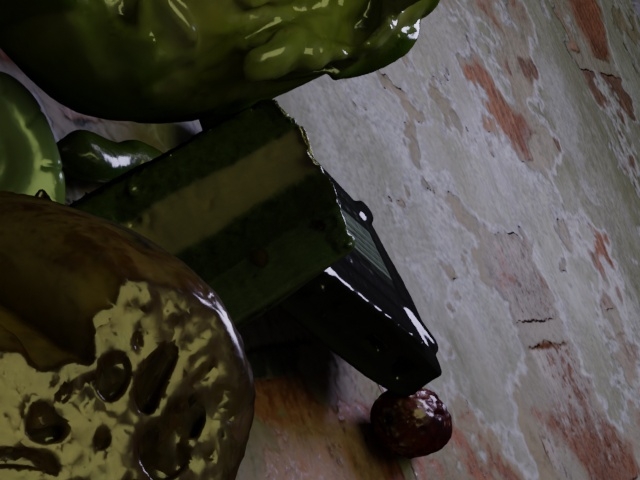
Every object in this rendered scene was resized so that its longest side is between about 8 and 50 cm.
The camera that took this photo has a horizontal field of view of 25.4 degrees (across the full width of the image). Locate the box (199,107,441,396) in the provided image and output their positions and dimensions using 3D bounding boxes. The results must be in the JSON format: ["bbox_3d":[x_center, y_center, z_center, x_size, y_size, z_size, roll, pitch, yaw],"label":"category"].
[{"bbox_3d":[0.000,0.000,1.443,0.290,0.073,0.289,41,19,-43],"label":"box"}]

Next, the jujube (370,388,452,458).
[{"bbox_3d":[0.100,0.194,1.508,0.129,0.077,0.077,21,47,-65],"label":"jujube"}]

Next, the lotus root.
[{"bbox_3d":[-0.183,0.098,0.864,0.316,0.250,0.316,-2,94,-45],"label":"lotus root"}]

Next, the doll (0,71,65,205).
[{"bbox_3d":[-0.309,-0.087,0.933,0.284,0.216,0.268,-18,87,-36],"label":"doll"}]

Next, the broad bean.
[{"bbox_3d":[-0.160,-0.063,1.334,0.256,0.052,0.052,18,92,-55],"label":"broad bean"}]

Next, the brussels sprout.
[{"bbox_3d":[-0.095,-0.235,1.110,0.315,0.371,0.275,-160,-126,-70],"label":"brussels sprout"}]

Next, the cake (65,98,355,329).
[{"bbox_3d":[-0.106,-0.003,1.143,0.158,0.284,0.172,59,14,-6],"label":"cake"}]
